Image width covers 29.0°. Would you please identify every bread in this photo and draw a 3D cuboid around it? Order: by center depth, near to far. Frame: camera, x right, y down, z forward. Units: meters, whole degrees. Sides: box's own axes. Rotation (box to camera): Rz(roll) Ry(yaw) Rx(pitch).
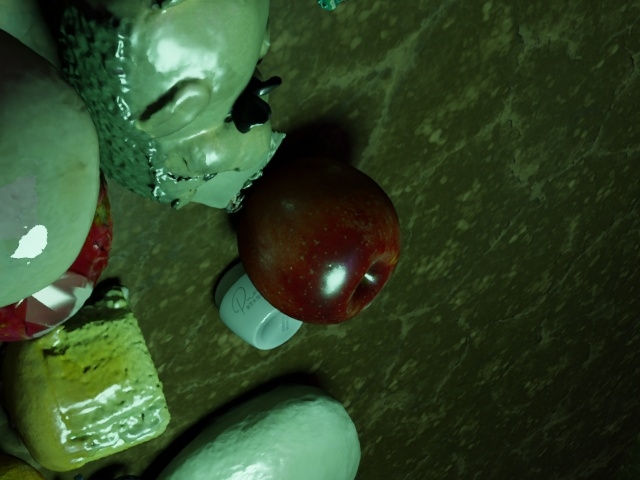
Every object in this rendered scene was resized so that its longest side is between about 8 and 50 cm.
[{"bbox_3d":[-0.312,0.211,1.628,0.204,0.162,0.262,-20,128,-16],"label":"bread"}]

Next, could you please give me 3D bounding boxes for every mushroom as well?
[{"bbox_3d":[-0.331,-0.085,1.179,0.298,0.297,0.290,-63,171,28],"label":"mushroom"}]

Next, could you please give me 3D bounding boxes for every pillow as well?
[{"bbox_3d":[-0.146,-0.107,1.516,0.181,0.078,0.134,15,116,-52],"label":"pillow"}]

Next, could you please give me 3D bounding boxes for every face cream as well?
[{"bbox_3d":[-0.087,0.090,1.784,0.117,0.104,0.117,-28,144,-23],"label":"face cream"}]

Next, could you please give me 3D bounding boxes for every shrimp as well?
[{"bbox_3d":[-0.118,-0.061,1.637,0.029,0.038,0.092,-37,148,-13],"label":"shrimp"}]

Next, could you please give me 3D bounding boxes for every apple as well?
[{"bbox_3d":[0.000,0.000,1.676,0.218,0.201,0.218,-34,145,-29],"label":"apple"}]

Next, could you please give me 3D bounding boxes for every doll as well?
[{"bbox_3d":[-0.153,-0.183,1.275,0.247,0.247,0.349,-24,151,-29],"label":"doll"}]

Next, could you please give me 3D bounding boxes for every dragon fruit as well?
[{"bbox_3d":[-0.335,0.007,1.390,0.261,0.189,0.163,-44,179,-7],"label":"dragon fruit"}]

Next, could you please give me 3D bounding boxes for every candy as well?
[{"bbox_3d":[-0.116,0.424,2.077,0.426,0.186,0.386,-20,145,-27],"label":"candy"}]

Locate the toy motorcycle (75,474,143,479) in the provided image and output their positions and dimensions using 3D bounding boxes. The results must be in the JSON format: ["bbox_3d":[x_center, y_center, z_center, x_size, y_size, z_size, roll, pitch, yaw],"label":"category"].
[{"bbox_3d":[-0.373,0.483,1.922,0.173,0.108,0.307,-2,127,-40],"label":"toy motorcycle"}]

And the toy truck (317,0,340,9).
[{"bbox_3d":[0.010,-0.316,1.488,0.044,0.039,0.083,-25,148,-4],"label":"toy truck"}]

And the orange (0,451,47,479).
[{"bbox_3d":[-0.436,0.378,1.646,0.206,0.206,0.206,-29,145,-23],"label":"orange"}]
